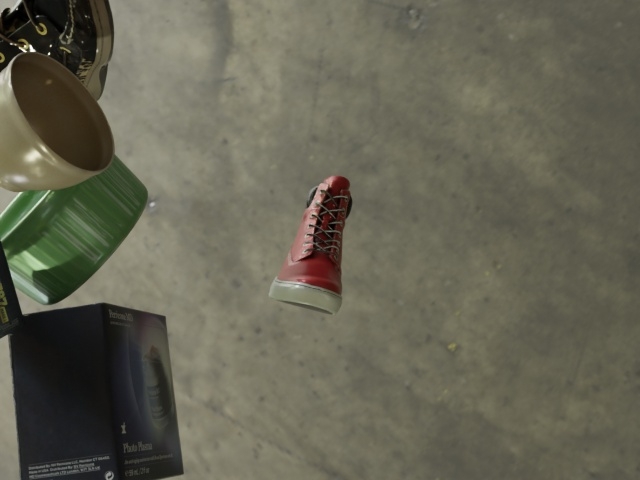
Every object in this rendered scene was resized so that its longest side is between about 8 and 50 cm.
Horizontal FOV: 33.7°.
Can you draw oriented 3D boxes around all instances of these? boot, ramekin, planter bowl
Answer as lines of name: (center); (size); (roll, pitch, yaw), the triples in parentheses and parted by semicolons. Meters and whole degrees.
boot: (-0.427, -0.270, 1.389); (0.377, 0.284, 0.138); (132, 123, -68)
boot: (0.000, 0.000, 1.364); (0.088, 0.244, 0.176); (19, 93, -7)
ramekin: (-0.435, -0.033, 1.807); (0.148, 0.303, 0.303); (44, 134, -19)
planter bowl: (-0.336, -0.123, 1.232); (0.109, 0.162, 0.162); (-30, 95, 22)

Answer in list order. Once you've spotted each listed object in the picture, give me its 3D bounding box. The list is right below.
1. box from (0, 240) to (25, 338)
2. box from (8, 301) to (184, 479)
box: (-0.552, 0.032, 1.603); (0.232, 0.059, 0.183); (16, 127, 40)
box: (-0.369, 0.267, 1.773); (0.182, 0.296, 0.294); (-11, 80, 10)
